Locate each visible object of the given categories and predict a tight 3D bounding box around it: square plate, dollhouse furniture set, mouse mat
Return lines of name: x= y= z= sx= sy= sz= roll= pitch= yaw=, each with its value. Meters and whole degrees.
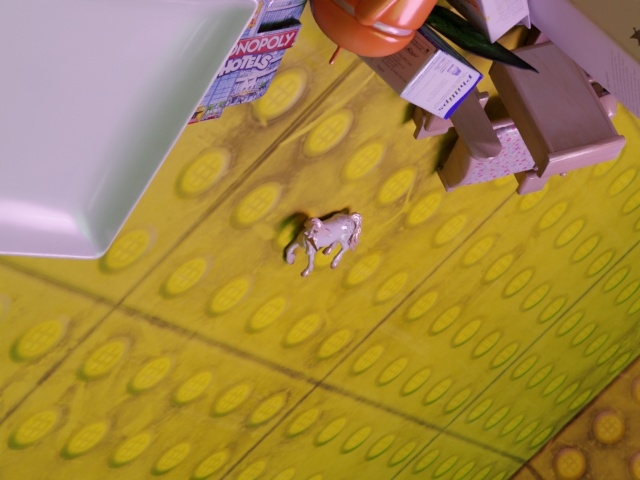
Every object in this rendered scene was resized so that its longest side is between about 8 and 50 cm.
square plate: x=-0.270 y=-0.126 z=1.415 sx=0.347 sy=0.049 sz=0.344 roll=5 pitch=129 yaw=-47
dollhouse furniture set: x=0.256 y=-0.090 z=2.073 sx=0.303 sy=0.174 sz=0.355 roll=-14 pitch=153 yaw=-20
mouse mat: x=0.163 y=-0.244 z=1.763 sx=0.189 sy=0.152 sz=0.007 roll=2 pitch=123 yaw=-56

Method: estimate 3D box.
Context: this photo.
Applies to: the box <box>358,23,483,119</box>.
box: x=0.102 y=-0.215 z=1.754 sx=0.072 sy=0.126 sz=0.137 roll=-49 pitch=154 yaw=12

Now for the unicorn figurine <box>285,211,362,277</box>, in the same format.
unicorn figurine: x=0.000 y=0.000 z=2.046 sx=0.162 sy=0.060 sz=0.111 roll=-39 pitch=160 yaw=-46

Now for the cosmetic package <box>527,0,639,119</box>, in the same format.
cosmetic package: x=0.375 y=-0.289 z=1.724 sx=0.217 sy=0.385 sz=0.156 roll=-42 pitch=156 yaw=-6

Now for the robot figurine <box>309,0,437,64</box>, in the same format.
robot figurine: x=0.069 y=-0.285 z=1.590 sx=0.128 sy=0.158 sz=0.219 roll=6 pitch=127 yaw=-41

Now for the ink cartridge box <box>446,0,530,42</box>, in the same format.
ink cartridge box: x=0.181 y=-0.301 z=1.753 sx=0.061 sy=0.104 sz=0.181 roll=-40 pitch=155 yaw=-4

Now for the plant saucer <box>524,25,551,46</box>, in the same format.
plant saucer: x=0.338 y=-0.291 z=2.083 sx=0.168 sy=0.029 sz=0.168 roll=-32 pitch=154 yaw=-18

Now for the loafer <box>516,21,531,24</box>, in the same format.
loafer: x=0.264 y=-0.298 z=1.932 sx=0.170 sy=0.062 sz=0.061 roll=0 pitch=137 yaw=-53

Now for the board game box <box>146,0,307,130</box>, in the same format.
board game box: x=-0.090 y=-0.215 z=1.558 sx=0.194 sy=0.060 sz=0.194 roll=-17 pitch=146 yaw=-42

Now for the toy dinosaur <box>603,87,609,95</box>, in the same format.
toy dinosaur: x=0.428 y=-0.240 z=2.087 sx=0.064 sy=0.118 sz=0.268 roll=-38 pitch=120 yaw=-52
